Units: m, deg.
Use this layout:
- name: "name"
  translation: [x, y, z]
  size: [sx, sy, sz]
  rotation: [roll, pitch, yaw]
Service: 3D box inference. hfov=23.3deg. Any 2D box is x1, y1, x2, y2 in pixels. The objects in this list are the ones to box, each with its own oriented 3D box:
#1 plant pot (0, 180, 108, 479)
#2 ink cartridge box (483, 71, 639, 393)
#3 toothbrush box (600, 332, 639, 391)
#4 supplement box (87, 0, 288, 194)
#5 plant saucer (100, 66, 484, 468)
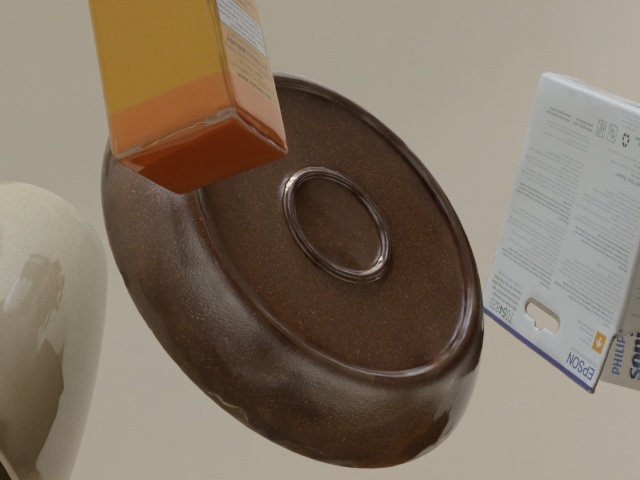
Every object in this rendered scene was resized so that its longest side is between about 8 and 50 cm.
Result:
- name: "plant pot"
  translation: [-0.258, 0.082, 1.085]
  size: [0.256, 0.256, 0.274]
  rotation: [68, -152, -28]
- name: "ink cartridge box"
  translation: [0.221, -0.011, 1.291]
  size: [0.223, 0.045, 0.224]
  rotation: [-138, 60, -64]
- name: "toothbrush box"
  translation: [0.440, 0.084, 1.467]
  size: [0.216, 0.295, 0.126]
  rotation: [-27, -54, -58]
- name: "supplement box"
  translation: [-0.085, -0.150, 0.869]
  size: [0.080, 0.078, 0.233]
  rotation: [28, -134, -63]
- name: "plant saucer"
  translation: [0.000, 0.000, 1.030]
  size: [0.310, 0.050, 0.310]
  rotation: [24, -134, -27]
